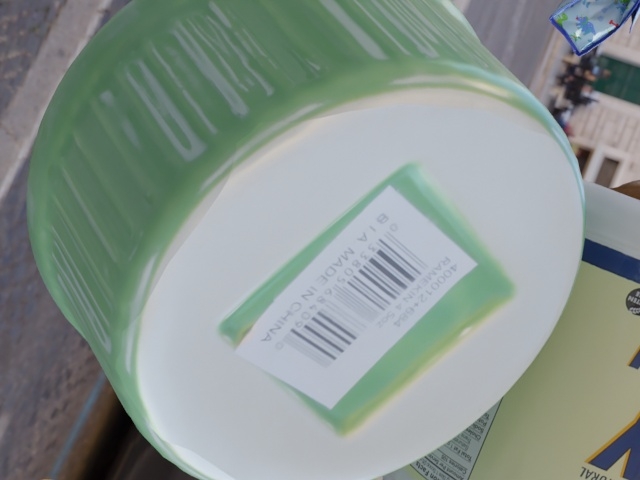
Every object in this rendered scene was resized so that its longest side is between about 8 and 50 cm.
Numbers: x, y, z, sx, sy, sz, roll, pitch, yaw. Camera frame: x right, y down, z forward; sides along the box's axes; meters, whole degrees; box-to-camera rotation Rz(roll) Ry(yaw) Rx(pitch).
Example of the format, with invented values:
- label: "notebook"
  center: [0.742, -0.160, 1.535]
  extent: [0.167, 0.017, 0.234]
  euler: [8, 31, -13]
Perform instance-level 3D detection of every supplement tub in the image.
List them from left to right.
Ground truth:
- label: "supplement tub"
  center: [0.185, 0.132, 0.753]
  extent: [0.235, 0.235, 0.325]
  euler: [-3, 115, -76]

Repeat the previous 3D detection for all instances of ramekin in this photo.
- label: "ramekin"
  center: [0.000, 0.000, 0.590]
  extent: [0.303, 0.148, 0.303]
  euler: [-14, 127, -19]

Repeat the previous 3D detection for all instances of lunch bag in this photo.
- label: "lunch bag"
  center: [0.434, -0.359, 1.534]
  extent: [0.151, 0.096, 0.129]
  euler: [-35, -168, 42]

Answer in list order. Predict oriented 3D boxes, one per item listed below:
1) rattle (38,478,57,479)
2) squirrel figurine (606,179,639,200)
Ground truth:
- label: "rattle"
  center: [-0.238, 0.267, 0.863]
  extent: [0.142, 0.199, 0.130]
  euler: [22, 73, -38]
- label: "squirrel figurine"
  center: [0.325, 0.020, 1.222]
  extent: [0.397, 0.370, 0.281]
  euler: [-23, 127, -65]
